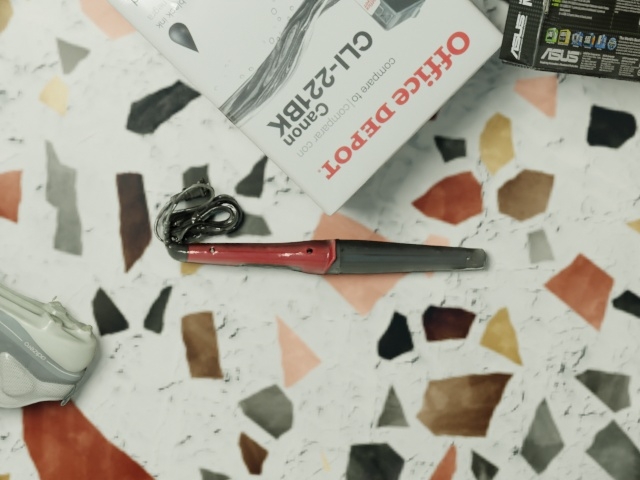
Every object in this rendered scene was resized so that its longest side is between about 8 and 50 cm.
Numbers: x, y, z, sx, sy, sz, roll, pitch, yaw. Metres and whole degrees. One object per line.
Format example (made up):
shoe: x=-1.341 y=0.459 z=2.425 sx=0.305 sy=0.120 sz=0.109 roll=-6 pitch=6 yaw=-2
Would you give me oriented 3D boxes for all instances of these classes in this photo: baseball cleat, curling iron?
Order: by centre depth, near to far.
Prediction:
baseball cleat: x=-0.288 y=0.070 z=1.486 sx=0.205 sy=0.072 sz=0.109 roll=29 pitch=105 yaw=-2
curling iron: x=0.000 y=0.000 z=1.492 sx=0.274 sy=0.035 sz=0.068 roll=9 pitch=100 yaw=-2

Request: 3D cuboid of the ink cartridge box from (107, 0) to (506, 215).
ink cartridge box: x=-0.019 y=-0.182 z=1.420 sx=0.273 sy=0.114 sz=0.197 roll=44 pitch=96 yaw=-8

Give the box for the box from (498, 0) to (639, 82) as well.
box: x=0.231 y=-0.216 z=1.401 sx=0.190 sy=0.045 sz=0.184 roll=0 pitch=102 yaw=-40
